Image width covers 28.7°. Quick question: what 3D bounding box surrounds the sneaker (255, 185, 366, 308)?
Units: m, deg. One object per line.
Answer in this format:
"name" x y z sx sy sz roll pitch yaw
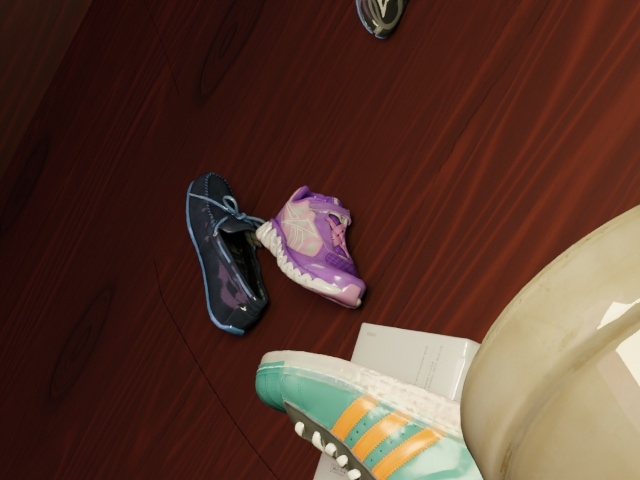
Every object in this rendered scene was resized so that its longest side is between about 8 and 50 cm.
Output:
"sneaker" 0.000 0.000 1.538 0.104 0.095 0.236 -55 30 7

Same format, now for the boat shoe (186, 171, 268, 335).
"boat shoe" -0.113 0.007 1.730 0.089 0.109 0.258 -38 56 31

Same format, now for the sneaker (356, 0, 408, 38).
"sneaker" 0.104 -0.353 1.623 0.188 0.067 0.078 -65 23 -1

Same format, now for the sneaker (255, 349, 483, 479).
"sneaker" 0.060 0.182 1.050 0.302 0.108 0.121 17 78 30

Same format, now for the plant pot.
"plant pot" 0.277 0.166 0.742 0.323 0.323 0.280 -50 40 29

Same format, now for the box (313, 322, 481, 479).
"box" 0.105 0.186 1.198 0.182 0.119 0.181 3 73 59
